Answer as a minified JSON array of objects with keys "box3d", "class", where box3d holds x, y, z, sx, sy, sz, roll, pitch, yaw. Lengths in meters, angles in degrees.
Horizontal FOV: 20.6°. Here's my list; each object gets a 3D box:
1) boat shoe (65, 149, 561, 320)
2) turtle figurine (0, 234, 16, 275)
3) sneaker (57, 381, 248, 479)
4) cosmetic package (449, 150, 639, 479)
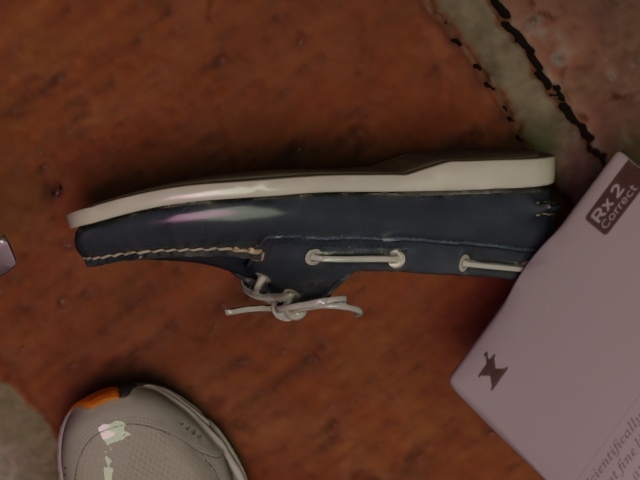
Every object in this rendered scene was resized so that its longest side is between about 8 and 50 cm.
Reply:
[{"box3d":[0.000,0.000,0.899,0.254,0.095,0.079,-6,97,-17],"class":"boat shoe"},{"box3d":[-0.255,0.070,0.776,0.198,0.274,0.266,-52,154,-19],"class":"turtle figurine"},{"box3d":[-0.064,0.200,0.932,0.099,0.121,0.262,-22,109,-3],"class":"sneaker"},{"box3d":[0.199,0.079,0.895,0.183,0.151,0.151,27,102,-39],"class":"cosmetic package"}]
